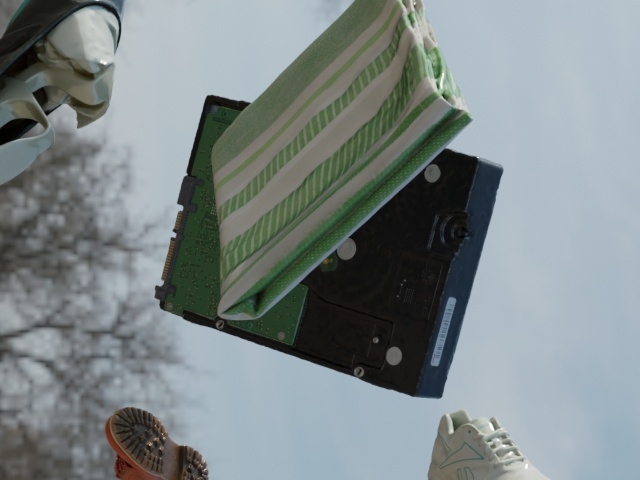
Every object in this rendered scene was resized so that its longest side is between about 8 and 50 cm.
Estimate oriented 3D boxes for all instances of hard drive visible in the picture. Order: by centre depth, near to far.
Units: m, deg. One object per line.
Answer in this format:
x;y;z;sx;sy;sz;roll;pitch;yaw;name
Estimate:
0.000;0.000;1.599;0.339;0.064;0.237;15;-89;34;hard drive

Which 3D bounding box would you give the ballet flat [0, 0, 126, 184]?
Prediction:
-0.214;-0.107;1.186;0.096;0.280;0.095;31;-26;23;ballet flat

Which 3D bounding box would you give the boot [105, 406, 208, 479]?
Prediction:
-0.191;0.225;1.668;0.158;0.084;0.059;50;38;-46;boot

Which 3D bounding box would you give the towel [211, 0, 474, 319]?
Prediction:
0.000;-0.085;1.263;0.248;0.038;0.325;-44;-157;15;towel

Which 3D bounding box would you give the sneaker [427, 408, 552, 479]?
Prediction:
0.125;0.165;1.197;0.152;0.053;0.061;14;-76;61;sneaker
